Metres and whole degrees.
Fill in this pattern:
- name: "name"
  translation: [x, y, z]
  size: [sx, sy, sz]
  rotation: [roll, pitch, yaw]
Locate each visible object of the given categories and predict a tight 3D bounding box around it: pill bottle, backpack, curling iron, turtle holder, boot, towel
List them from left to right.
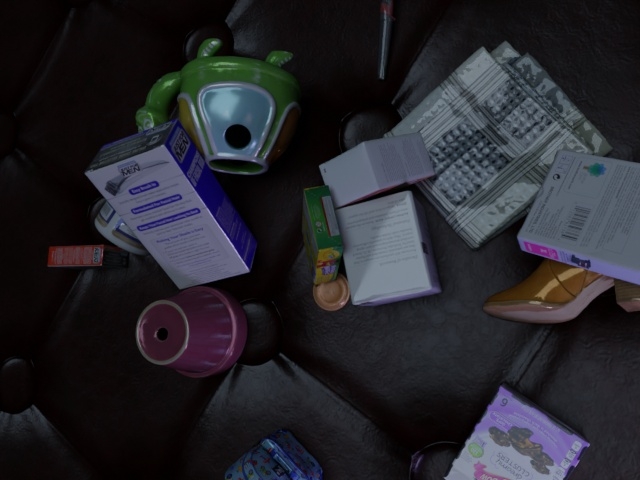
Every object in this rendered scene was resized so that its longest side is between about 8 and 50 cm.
- name: "pill bottle"
  translation: [-0.386, -0.110, 1.261]
  size: [0.153, 0.153, 0.265]
  rotation: [37, 96, 21]
- name: "turtle holder"
  translation: [-0.199, -0.268, 1.137]
  size: [0.243, 0.320, 0.228]
  rotation: [-10, 74, 58]
- name: "backpack"
  translation: [-0.093, 0.460, 1.053]
  size: [0.158, 0.173, 0.117]
  rotation: [43, 98, 22]
- name: "curling iron"
  translation: [0.146, -0.480, 1.169]
  size: [0.035, 0.068, 0.274]
  rotation: [3, 88, 20]
- name: "towel"
  translation: [0.327, -0.192, 1.055]
  size: [0.324, 0.056, 0.312]
  rotation: [-39, 71, 11]
- name: "boot"
  translation: [0.433, 0.029, 0.970]
  size: [0.295, 0.104, 0.211]
  rotation: [-13, 58, 36]

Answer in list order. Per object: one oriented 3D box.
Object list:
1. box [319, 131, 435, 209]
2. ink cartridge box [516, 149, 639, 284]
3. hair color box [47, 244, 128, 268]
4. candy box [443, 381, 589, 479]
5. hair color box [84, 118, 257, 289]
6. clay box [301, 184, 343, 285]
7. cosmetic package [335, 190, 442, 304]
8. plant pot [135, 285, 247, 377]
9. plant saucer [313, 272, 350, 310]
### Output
- name: "box"
  translation: [0.108, -0.133, 1.039]
  size: [0.130, 0.170, 0.091]
  rotation: [-20, 89, 49]
- name: "ink cartridge box"
  translation: [0.493, -0.028, 0.848]
  size: [0.311, 0.065, 0.186]
  rotation: [19, 73, 39]
- name: "hair color box"
  translation: [-0.569, 0.042, 1.340]
  size: [0.167, 0.093, 0.053]
  rotation: [-1, 82, 20]
- name: "candy box"
  translation: [0.339, 0.380, 0.956]
  size: [0.164, 0.070, 0.196]
  rotation: [32, 93, 22]
- name: "hair color box"
  translation: [-0.293, -0.062, 1.129]
  size: [0.185, 0.339, 0.110]
  rotation: [-14, 40, 18]
- name: "clay box"
  translation: [0.000, 0.000, 1.075]
  size: [0.053, 0.222, 0.127]
  rotation: [-11, 69, -6]
- name: "cosmetic package"
  translation: [0.133, 0.023, 1.045]
  size: [0.151, 0.151, 0.184]
  rotation: [-14, 78, 18]
- name: "plant pot"
  translation: [-0.283, 0.194, 1.162]
  size: [0.201, 0.180, 0.201]
  rotation: [-3, 81, 19]
- name: "plant saucer"
  translation: [0.023, 0.106, 1.148]
  size: [0.083, 0.013, 0.084]
  rotation: [-3, 80, 21]
